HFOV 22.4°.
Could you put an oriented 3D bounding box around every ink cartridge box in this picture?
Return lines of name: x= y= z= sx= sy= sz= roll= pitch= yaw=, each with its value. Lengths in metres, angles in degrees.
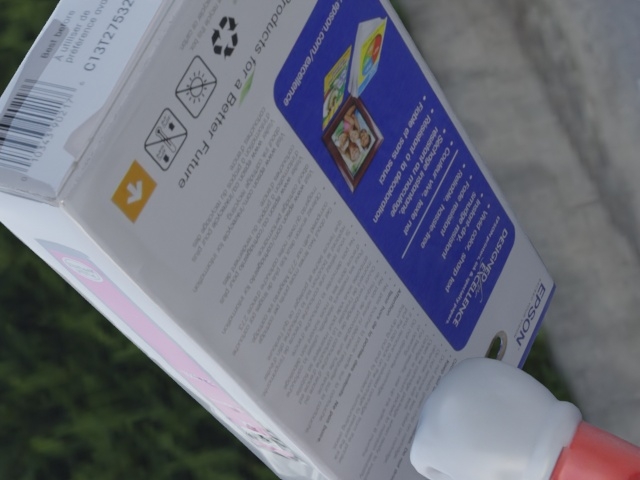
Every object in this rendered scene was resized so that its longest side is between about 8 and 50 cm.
ink cartridge box: x=0.000 y=0.000 z=0.730 sx=0.069 sy=0.176 sz=0.371 roll=14 pitch=157 yaw=35

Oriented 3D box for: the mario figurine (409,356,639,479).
mario figurine: x=0.152 y=0.113 z=0.656 sx=0.198 sy=0.320 sz=0.170 roll=64 pitch=-173 yaw=5
